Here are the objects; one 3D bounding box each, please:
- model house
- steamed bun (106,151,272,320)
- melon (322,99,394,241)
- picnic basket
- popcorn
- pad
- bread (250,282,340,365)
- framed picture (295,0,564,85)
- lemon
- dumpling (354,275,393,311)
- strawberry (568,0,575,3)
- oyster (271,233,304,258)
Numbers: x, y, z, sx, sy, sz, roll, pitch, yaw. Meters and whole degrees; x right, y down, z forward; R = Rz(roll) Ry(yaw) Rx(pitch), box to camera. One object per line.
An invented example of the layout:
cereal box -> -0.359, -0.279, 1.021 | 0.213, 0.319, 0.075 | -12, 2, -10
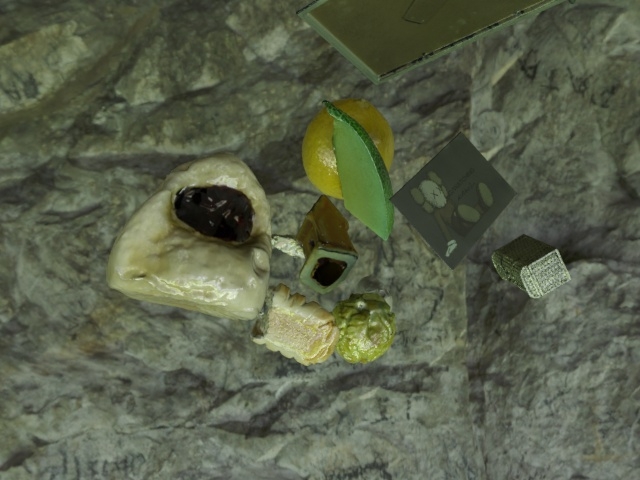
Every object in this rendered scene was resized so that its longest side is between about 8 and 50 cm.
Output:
model house -> -0.008, 0.006, 1.381 | 0.173, 0.268, 0.239 | -1, -124, -27
steamed bun -> -0.119, -0.009, 0.452 | 0.140, 0.172, 0.156 | 19, -107, -20
melon -> 0.061, -0.117, 0.748 | 0.113, 0.262, 0.053 | 18, -125, 40
picnic basket -> 0.691, 0.088, 1.523 | 0.154, 0.134, 0.196 | -32, -164, 1
popcorn -> 0.107, 0.225, 1.228 | 0.197, 0.198, 0.212 | -18, -146, -9
pad -> 0.193, -0.062, 0.642 | 0.127, 0.004, 0.190 | 48, -119, 0
bread -> -0.051, 0.157, 0.843 | 0.177, 0.119, 0.084 | 29, -173, -3
framed picture -> 0.123, -0.263, 0.505 | 0.249, 0.184, 0.016 | -14, -109, 36
lemon -> 0.054, -0.175, 0.868 | 0.178, 0.203, 0.178 | 11, -140, -9
dumpling -> 0.158, 0.212, 1.530 | 0.172, 0.142, 0.247 | -48, -176, -2
strawberry -> 0.292, -0.418, 0.636 | 0.186, 0.202, 0.184 | -29, -178, 5
oyster -> -0.088, 0.010, 1.633 | 0.208, 0.133, 0.072 | 11, -117, 18
